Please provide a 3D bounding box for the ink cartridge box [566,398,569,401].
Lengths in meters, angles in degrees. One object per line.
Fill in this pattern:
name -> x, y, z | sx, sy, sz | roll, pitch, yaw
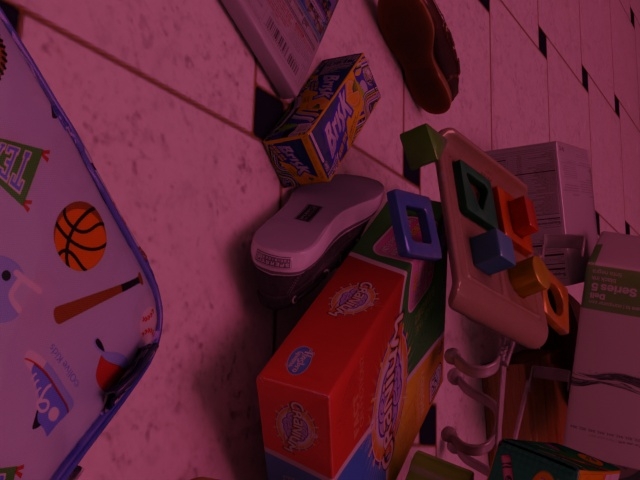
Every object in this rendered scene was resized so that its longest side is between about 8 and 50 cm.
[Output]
ink cartridge box -> 0.520, 0.239, 1.606 | 0.065, 0.165, 0.332 | 51, 28, 10

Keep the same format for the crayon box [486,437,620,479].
crayon box -> 0.192, 0.336, 0.848 | 0.165, 0.081, 0.278 | 24, 83, -57

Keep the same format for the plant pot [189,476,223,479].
plant pot -> -0.023, 0.330, 0.649 | 0.212, 0.212, 0.187 | -63, 148, -44

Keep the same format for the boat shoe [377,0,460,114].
boat shoe -> 0.129, -0.258, 1.133 | 0.073, 0.073, 0.207 | -63, 147, -29

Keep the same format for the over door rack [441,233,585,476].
over door rack -> 0.227, 0.158, 1.111 | 0.324, 0.108, 0.240 | -40, 135, -48

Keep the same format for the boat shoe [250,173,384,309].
boat shoe -> 0.000, 0.000, 0.868 | 0.228, 0.080, 0.076 | -48, 148, -59

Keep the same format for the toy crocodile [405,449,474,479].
toy crocodile -> 0.144, 0.336, 0.965 | 0.105, 0.115, 0.341 | -52, 142, -37

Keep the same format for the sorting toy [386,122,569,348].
sorting toy -> 0.189, -0.003, 0.922 | 0.347, 0.047, 0.196 | 27, 53, -44

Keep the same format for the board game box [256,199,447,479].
board game box -> 0.045, 0.135, 0.858 | 0.316, 0.064, 0.242 | -52, 146, -50

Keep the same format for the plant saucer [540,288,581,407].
plant saucer -> 0.407, 0.173, 1.461 | 0.198, 0.036, 0.199 | 175, -90, -85

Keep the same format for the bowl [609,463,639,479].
bowl -> 0.523, 0.400, 1.474 | 0.163, 0.311, 0.312 | 52, 42, -30

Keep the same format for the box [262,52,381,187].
box -> 0.005, -0.125, 0.914 | 0.059, 0.054, 0.169 | 65, 36, -29

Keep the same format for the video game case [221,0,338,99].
video game case -> -0.051, -0.280, 0.876 | 0.212, 0.023, 0.193 | 55, 41, -38

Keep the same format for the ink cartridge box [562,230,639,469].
ink cartridge box -> 0.415, 0.144, 1.228 | 0.198, 0.114, 0.273 | -30, 126, -64

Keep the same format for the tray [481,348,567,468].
tray -> 0.331, 0.382, 1.361 | 0.203, 0.076, 0.411 | 0, 86, -60

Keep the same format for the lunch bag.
lunch bag -> -0.215, 0.023, 0.454 | 0.243, 0.115, 0.303 | -56, 131, -45

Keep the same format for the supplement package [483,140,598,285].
supplement package -> 0.318, -0.033, 1.338 | 0.194, 0.149, 0.203 | -2, 86, -60
